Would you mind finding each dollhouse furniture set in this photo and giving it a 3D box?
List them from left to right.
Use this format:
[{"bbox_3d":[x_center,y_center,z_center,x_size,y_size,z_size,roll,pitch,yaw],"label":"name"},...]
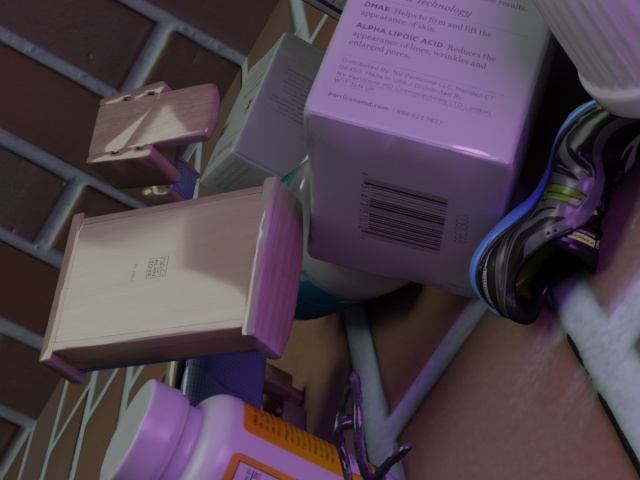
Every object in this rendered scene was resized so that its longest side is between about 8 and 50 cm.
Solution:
[{"bbox_3d":[-0.104,0.185,1.318,0.144,0.123,0.151,-56,15,24],"label":"dollhouse furniture set"},{"bbox_3d":[-0.055,0.053,1.117,0.198,0.303,0.286,-8,57,26],"label":"dollhouse furniture set"}]

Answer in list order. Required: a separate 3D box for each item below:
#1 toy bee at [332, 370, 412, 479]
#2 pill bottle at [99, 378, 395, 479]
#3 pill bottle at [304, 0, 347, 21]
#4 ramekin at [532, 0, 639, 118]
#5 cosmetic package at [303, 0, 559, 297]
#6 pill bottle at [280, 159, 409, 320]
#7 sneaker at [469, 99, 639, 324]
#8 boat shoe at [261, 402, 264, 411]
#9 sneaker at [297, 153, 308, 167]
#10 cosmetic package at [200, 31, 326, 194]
[{"bbox_3d":[0.082,0.224,0.599,0.195,0.162,0.298,-97,11,-53],"label":"toy bee"},{"bbox_3d":[-0.055,0.188,0.958,0.117,0.208,0.117,-56,16,24],"label":"pill bottle"},{"bbox_3d":[0.051,-0.307,1.318,0.169,0.301,0.169,-56,16,25],"label":"pill bottle"},{"bbox_3d":[0.222,-0.186,0.776,0.207,0.109,0.207,-38,23,19],"label":"ramekin"},{"bbox_3d":[0.117,-0.177,1.017,0.217,0.156,0.385,91,-164,-60],"label":"cosmetic package"},{"bbox_3d":[0.000,0.000,1.250,0.146,0.146,0.264,-67,14,-19],"label":"pill bottle"},{"bbox_3d":[0.177,-0.020,0.860,0.188,0.067,0.078,-56,36,17],"label":"sneaker"},{"bbox_3d":[-0.133,0.252,1.243,0.098,0.096,0.277,10,85,48],"label":"boat shoe"},{"bbox_3d":[0.023,-0.065,1.398,0.292,0.110,0.118,-46,13,48],"label":"sneaker"},{"bbox_3d":[-0.037,-0.135,1.622,0.183,0.151,0.151,-68,14,-20],"label":"cosmetic package"}]
